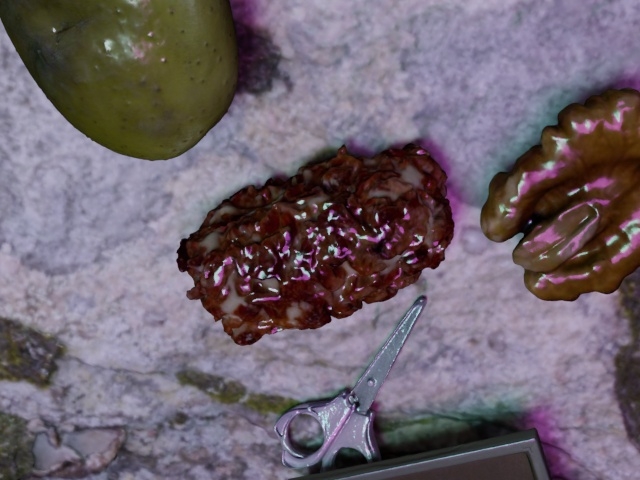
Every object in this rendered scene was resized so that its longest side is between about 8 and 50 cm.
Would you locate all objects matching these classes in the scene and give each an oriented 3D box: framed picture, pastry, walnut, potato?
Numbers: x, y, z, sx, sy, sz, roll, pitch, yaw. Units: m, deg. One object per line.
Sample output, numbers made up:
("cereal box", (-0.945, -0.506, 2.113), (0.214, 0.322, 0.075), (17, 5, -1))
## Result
("framed picture", (0.116, 0.299, 0.901), (0.211, 0.020, 0.289), (-15, 113, 15))
("pastry", (0.001, 0.002, 0.803), (0.209, 0.097, 0.115), (-17, 118, 8))
("walnut", (0.204, -0.037, 0.787), (0.170, 0.069, 0.143), (-33, 106, 16))
("potato", (-0.139, -0.174, 0.725), (0.169, 0.143, 0.248), (6, 122, 43))

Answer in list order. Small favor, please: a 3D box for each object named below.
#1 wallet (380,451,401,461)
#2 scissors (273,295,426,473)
("wallet", (0.032, 0.261, 0.928), (0.095, 0.026, 0.176), (40, 107, -14))
("scissors", (0.037, 0.125, 0.878), (0.100, 0.015, 0.189), (33, 105, 9))
